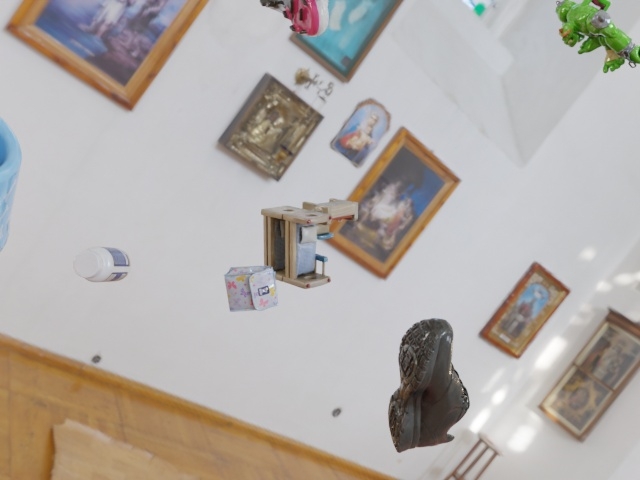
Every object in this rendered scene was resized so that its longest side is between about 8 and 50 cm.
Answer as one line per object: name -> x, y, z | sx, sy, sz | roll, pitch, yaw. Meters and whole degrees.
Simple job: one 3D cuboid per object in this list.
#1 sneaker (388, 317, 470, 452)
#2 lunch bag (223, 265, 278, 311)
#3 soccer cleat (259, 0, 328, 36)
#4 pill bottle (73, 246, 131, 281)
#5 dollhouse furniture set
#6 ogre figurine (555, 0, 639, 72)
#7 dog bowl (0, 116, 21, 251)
sneaker -> 0.197, 0.246, 1.055 | 0.130, 0.286, 0.109 | 1, 36, -8
lunch bag -> -0.115, 0.081, 1.042 | 0.083, 0.071, 0.053 | -3, 17, 9
soccer cleat -> -0.028, -0.548, 1.378 | 0.331, 0.143, 0.116 | -126, -151, -49
pill bottle -> -0.411, 0.045, 1.157 | 0.067, 0.067, 0.120 | 38, 3, 7
dollhouse furniture set -> 0.000, 0.000, 1.164 | 0.184, 0.129, 0.129 | -12, 18, -42
ogre figurine -> 0.493, -0.382, 1.115 | 0.118, 0.097, 0.197 | 35, 35, -30
dog bowl -> -0.340, -0.081, 0.390 | 0.297, 0.074, 0.166 | 25, 25, -30
